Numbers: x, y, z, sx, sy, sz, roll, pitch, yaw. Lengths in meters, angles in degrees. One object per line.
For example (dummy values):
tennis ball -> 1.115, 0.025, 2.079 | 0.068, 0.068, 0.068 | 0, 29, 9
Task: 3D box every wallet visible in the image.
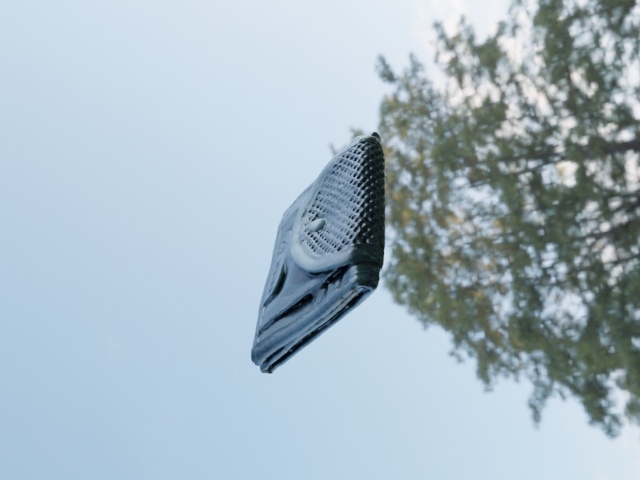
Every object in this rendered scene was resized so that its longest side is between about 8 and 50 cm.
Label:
wallet -> 0.000, 0.000, 0.419 | 0.026, 0.088, 0.129 | 36, -147, -20
